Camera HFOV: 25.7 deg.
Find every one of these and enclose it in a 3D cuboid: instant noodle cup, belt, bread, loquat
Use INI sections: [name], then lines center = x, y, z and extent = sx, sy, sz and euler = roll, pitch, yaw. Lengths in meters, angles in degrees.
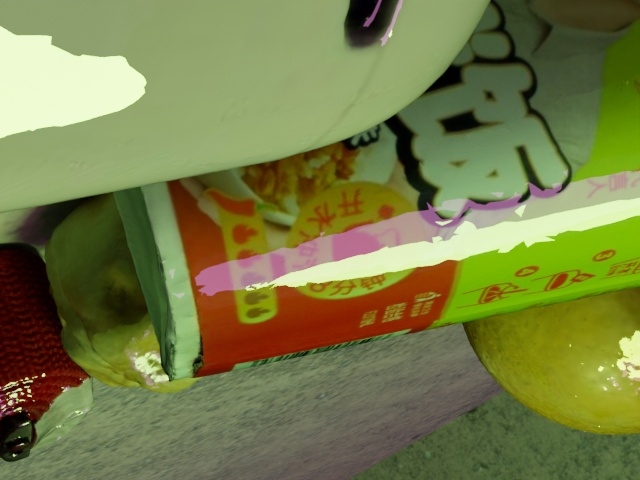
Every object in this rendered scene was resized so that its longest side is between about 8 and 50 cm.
[instant noodle cup]
center = 0.048, -0.074, 0.675
extent = 0.308, 0.294, 0.294
euler = -16, 163, -11
[belt]
center = -0.234, 0.097, 1.007
extent = 0.128, 0.124, 0.201
euler = -19, 164, -15
[bread]
center = -0.058, 0.001, 0.931
extent = 0.267, 0.152, 0.130
euler = -28, -172, 7
[loquat]
center = 0.296, 0.033, 1.251
extent = 0.328, 0.359, 0.328
euler = -47, 169, -12

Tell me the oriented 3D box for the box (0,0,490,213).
[box]
center = -0.070, -0.134, 0.336
extent = 0.349, 0.141, 0.289
euler = -14, 135, -38
